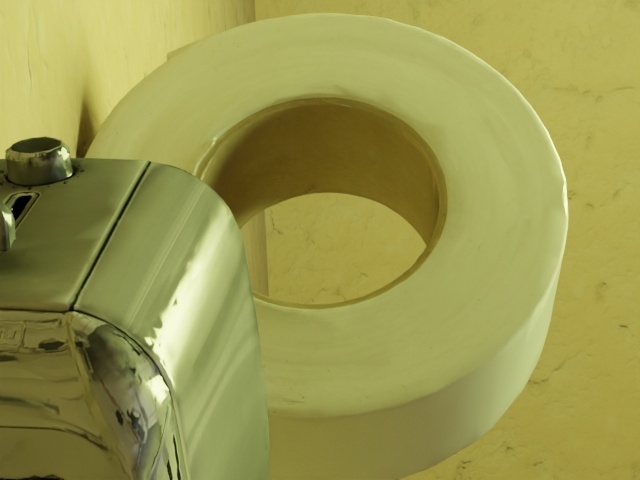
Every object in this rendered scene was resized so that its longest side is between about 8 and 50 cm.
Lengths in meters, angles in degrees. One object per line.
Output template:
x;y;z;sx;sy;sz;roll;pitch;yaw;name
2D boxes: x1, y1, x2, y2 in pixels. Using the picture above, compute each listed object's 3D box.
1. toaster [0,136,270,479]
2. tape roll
-0.085;0.090;0.412;0.146;0.129;0.227;-74;164;-73;toaster
0.000;0.000;0.831;0.100;0.286;0.286;85;3;-57;tape roll
